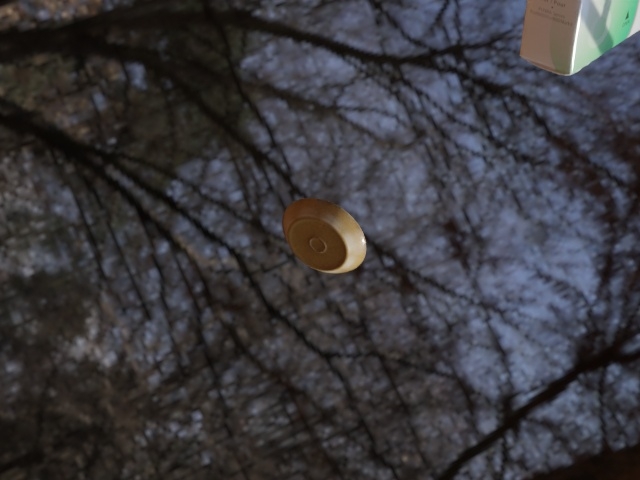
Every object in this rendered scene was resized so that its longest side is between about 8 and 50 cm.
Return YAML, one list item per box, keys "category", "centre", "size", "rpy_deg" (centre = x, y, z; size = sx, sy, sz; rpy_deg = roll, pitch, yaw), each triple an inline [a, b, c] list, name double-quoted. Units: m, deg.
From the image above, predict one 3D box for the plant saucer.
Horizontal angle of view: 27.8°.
- category: "plant saucer"
  centre: [0.000, 0.000, 1.157]
  size: [0.083, 0.015, 0.083]
  rpy_deg: [16, -47, 18]

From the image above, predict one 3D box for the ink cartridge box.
- category: "ink cartridge box"
  centre: [0.230, -0.260, 0.995]
  size: [0.056, 0.181, 0.225]
  rpy_deg: [26, -52, 29]
